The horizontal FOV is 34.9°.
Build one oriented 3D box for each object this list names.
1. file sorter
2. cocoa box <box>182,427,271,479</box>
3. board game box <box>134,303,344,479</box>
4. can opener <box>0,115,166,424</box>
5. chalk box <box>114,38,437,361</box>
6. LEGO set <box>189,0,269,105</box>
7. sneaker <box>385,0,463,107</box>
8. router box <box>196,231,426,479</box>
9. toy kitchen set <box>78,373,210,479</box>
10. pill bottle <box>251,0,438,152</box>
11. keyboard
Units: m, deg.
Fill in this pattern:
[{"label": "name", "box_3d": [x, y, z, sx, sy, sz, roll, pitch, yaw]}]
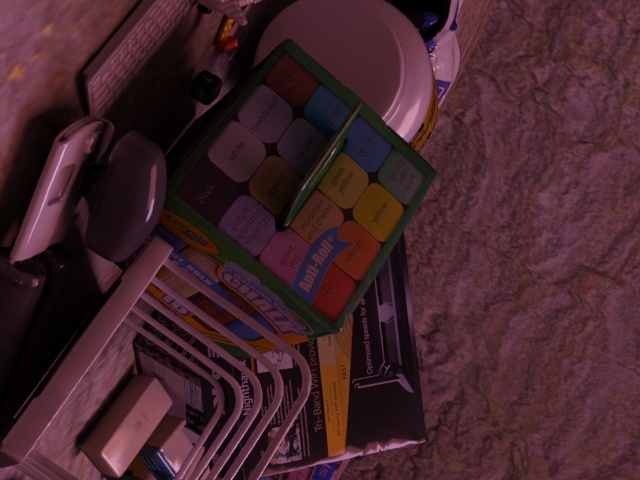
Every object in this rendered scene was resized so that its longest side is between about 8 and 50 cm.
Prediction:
[{"label": "file sorter", "box_3d": [-0.155, 0.149, 0.879, 0.192, 0.173, 0.278, -57, -170, -22]}, {"label": "cocoa box", "box_3d": [-0.087, 0.271, 1.678, 0.347, 0.228, 0.231, -60, 174, 13]}, {"label": "board game box", "box_3d": [-0.078, 0.192, 1.326, 0.141, 0.291, 0.232, -56, 171, -26]}, {"label": "can opener", "box_3d": [-0.200, 0.040, 0.760, 0.283, 0.095, 0.076, -64, 170, 20]}, {"label": "chalk box", "box_3d": [-0.038, -0.030, 0.865, 0.180, 0.179, 0.289, -55, -165, -24]}, {"label": "LEGO set", "box_3d": [-0.040, -0.233, 0.907, 0.244, 0.060, 0.182, -57, 172, -11]}, {"label": "sneaker", "box_3d": [0.148, -0.331, 1.560, 0.182, 0.127, 0.315, -47, 158, -45]}, {"label": "router box", "box_3d": [-0.014, 0.089, 1.122, 0.081, 0.243, 0.308, -10, -95, 56]}, {"label": "toy kitchen set", "box_3d": [-0.260, 0.280, 1.338, 0.122, 0.166, 0.207, -55, 134, -35]}, {"label": "pill bottle", "box_3d": [0.030, -0.163, 1.102, 0.188, 0.188, 0.334, -62, 174, 6]}, {"label": "keyboard", "box_3d": [-0.108, -0.196, 0.803, 0.256, 0.014, 0.072, -57, 171, -23]}]
